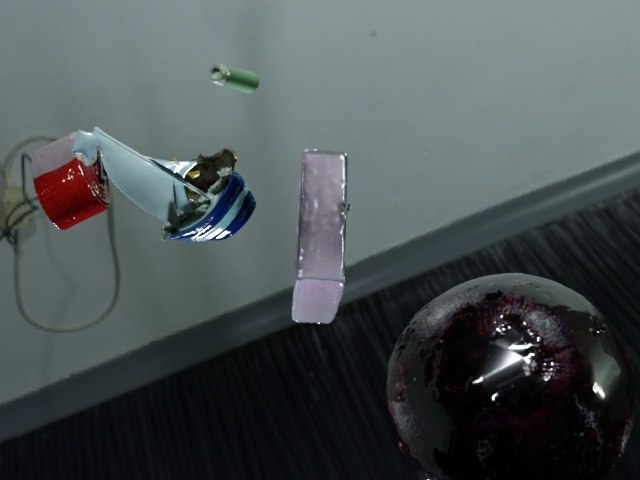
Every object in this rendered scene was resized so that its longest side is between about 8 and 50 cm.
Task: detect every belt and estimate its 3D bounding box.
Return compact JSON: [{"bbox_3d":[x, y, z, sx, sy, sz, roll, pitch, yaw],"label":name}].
[{"bbox_3d":[-0.463,-0.120,1.542,0.124,0.201,0.128,-25,133,2],"label":"belt"}]

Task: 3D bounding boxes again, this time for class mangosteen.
[{"bbox_3d":[0.167,0.143,0.712,0.211,0.211,0.250,-30,152,5],"label":"mangosteen"}]

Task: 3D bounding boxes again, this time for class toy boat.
[{"bbox_3d":[-0.257,-0.087,1.281,0.291,0.067,0.220,27,139,-25],"label":"toy boat"}]

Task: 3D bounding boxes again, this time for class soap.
[{"bbox_3d":[0.000,0.000,1.714,0.107,0.296,0.285,4,155,-1],"label":"soap"}]

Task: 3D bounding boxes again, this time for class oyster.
[{"bbox_3d":[-0.228,-0.121,1.558,0.148,0.051,0.103,-10,109,-3],"label":"oyster"}]

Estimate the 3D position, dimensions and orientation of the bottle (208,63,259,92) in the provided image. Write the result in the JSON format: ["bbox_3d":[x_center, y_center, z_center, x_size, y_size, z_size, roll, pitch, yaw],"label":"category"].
[{"bbox_3d":[-0.118,-0.222,1.106,0.030,0.030,0.083,-49,159,21],"label":"bottle"}]
